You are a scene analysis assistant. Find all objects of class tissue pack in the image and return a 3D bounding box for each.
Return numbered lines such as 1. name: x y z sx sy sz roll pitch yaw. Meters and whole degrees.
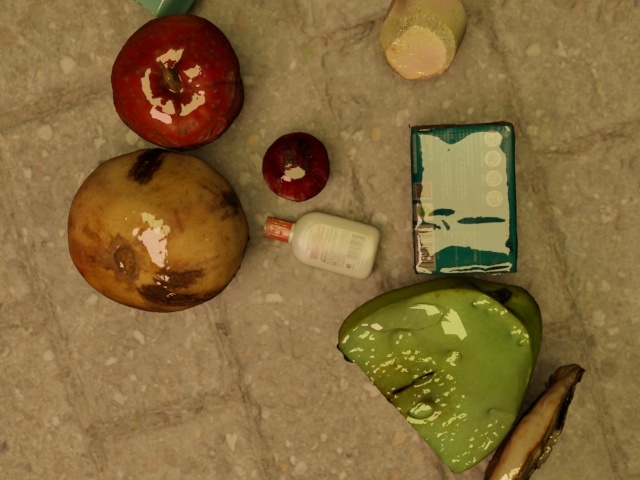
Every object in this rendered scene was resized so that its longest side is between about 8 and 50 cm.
1. tissue pack: 0.258 -0.080 1.579 0.192 0.134 0.270 -1 98 6

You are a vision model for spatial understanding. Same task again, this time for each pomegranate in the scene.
1. pomegranate: -0.291 -0.018 1.575 0.322 0.322 0.322 1 98 7

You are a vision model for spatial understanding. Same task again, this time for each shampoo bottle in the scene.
1. shampoo bottle: 0.000 0.000 1.663 0.221 0.051 0.108 15 100 5

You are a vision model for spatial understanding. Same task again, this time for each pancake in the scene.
1. pancake: 0.350 0.369 1.516 0.071 0.382 0.382 32 100 15

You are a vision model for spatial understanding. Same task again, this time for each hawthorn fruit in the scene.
1. hawthorn fruit: -0.253 -0.276 1.560 0.258 0.262 0.258 -13 127 -18

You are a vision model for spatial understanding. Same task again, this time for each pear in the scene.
1. pear: 0.245 0.187 1.555 0.318 0.238 0.342 -39 99 14

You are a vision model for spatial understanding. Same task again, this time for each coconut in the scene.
1. coconut: 0.185 -0.375 1.547 0.147 0.152 0.147 14 140 12

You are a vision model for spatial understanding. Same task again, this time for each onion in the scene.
1. onion: -0.046 -0.135 1.615 0.131 0.131 0.131 1 98 7

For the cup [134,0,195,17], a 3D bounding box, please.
1. cup: -0.242 -0.520 1.591 0.148 0.134 0.235 27 111 -24
